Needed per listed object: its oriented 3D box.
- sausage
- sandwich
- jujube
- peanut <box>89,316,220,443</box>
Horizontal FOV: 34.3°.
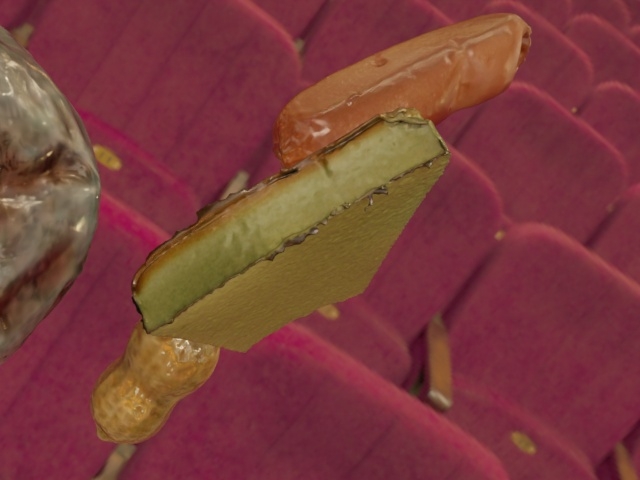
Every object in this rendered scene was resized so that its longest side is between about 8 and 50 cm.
[{"bbox_3d":[0.090,-0.162,1.126,0.348,0.097,0.094,-30,51,-25],"label":"sausage"},{"bbox_3d":[0.000,0.000,0.794,0.063,0.245,0.212,64,11,17],"label":"sandwich"},{"bbox_3d":[-0.282,-0.045,0.649,0.246,0.215,0.308,-26,63,-27],"label":"jujube"},{"bbox_3d":[-0.153,0.123,0.946,0.089,0.193,0.089,29,35,-23],"label":"peanut"}]
